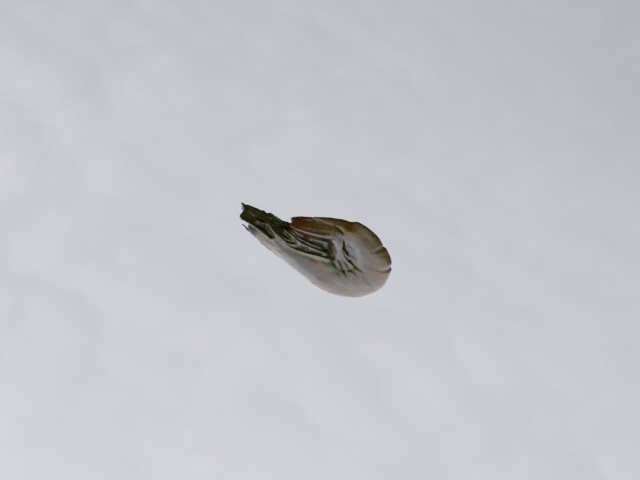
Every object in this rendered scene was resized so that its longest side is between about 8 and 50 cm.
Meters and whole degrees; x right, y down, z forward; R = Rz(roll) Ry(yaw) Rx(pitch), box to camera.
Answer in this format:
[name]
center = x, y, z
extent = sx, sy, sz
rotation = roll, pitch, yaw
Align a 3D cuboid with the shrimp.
[shrimp]
center = 0.000, 0.000, 0.927
extent = 0.108, 0.059, 0.023
rotation = 36, -142, -26
